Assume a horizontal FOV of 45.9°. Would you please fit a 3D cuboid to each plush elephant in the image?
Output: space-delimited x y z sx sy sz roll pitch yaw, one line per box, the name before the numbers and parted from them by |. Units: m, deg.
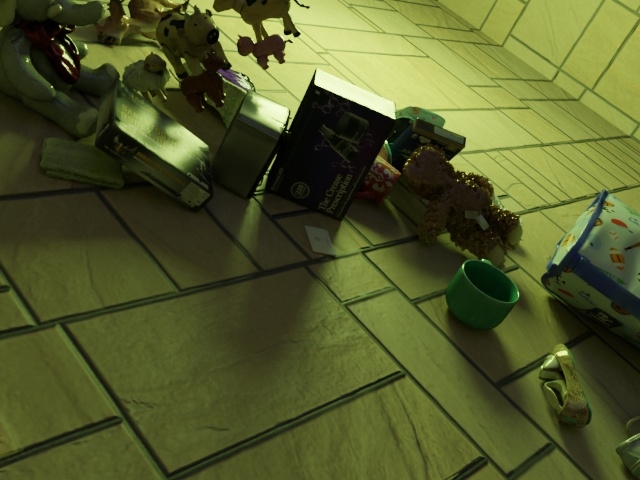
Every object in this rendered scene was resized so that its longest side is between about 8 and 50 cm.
plush elephant | -0.528 -0.404 1.455 0.330 0.255 0.272 22 31 -10

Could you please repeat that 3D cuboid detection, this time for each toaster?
toaster | -0.138 -0.203 1.541 0.110 0.186 0.168 26 31 -12

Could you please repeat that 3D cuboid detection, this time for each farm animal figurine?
farm animal figurine | -0.236 -0.436 1.607 0.326 0.172 0.330 10 49 38

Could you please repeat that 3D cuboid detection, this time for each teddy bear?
teddy bear | 0.320 -0.070 1.745 0.338 0.113 0.245 28 68 -7

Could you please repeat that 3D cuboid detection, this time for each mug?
mug | 0.324 0.113 1.520 0.129 0.097 0.157 43 33 24
mug | 0.083 -0.150 1.745 0.169 0.150 0.113 35 -5 4

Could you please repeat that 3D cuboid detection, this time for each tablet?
tablet | 0.000 0.000 1.520 0.054 0.006 0.083 12 34 -25

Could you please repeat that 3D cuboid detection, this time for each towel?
towel | -0.429 -0.142 1.367 0.148 0.027 0.110 12 35 -25

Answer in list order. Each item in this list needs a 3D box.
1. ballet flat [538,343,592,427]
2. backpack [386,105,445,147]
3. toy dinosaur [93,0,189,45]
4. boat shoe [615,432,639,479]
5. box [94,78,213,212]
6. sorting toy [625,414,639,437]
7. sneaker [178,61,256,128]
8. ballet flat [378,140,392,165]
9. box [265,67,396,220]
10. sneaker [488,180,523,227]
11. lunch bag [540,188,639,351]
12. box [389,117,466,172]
ballet flat | 0.452 0.265 1.429 0.067 0.073 0.206 8 30 -5
backpack | 0.253 -0.260 1.958 0.188 0.144 0.166 27 -10 -18
toy dinosaur | -0.450 -0.581 1.924 0.200 0.127 0.296 15 27 -9
boat shoe | 0.633 0.349 1.381 0.227 0.079 0.081 -23 55 -25
box | -0.306 -0.176 1.412 0.231 0.056 0.183 37 24 -32
sorting toy | 0.707 0.407 1.446 0.193 0.038 0.208 -5 44 -43
sneaker | -0.188 -0.337 1.779 0.293 0.102 0.146 41 32 20
ballet flat | 0.094 -0.251 1.902 0.106 0.108 0.316 -2 32 -10
box | 0.019 -0.195 1.575 0.184 0.261 0.103 23 31 -8
sneaker | 0.414 -0.088 1.874 0.232 0.115 0.090 19 32 -15
lunch bag | 0.697 0.088 1.729 0.328 0.239 0.385 36 24 9
box | 0.239 -0.209 1.852 0.136 0.225 0.037 18 63 -16
